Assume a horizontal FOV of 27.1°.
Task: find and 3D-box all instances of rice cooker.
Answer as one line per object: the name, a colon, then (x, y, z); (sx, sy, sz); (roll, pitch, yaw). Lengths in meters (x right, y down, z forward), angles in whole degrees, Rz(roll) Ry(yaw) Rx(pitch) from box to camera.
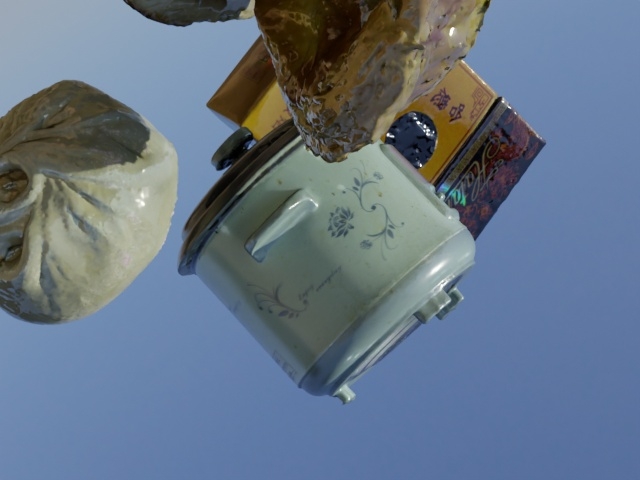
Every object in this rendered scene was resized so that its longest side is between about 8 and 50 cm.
rice cooker: (0.000, 0.000, 1.407); (0.264, 0.316, 0.317); (-45, -163, 10)

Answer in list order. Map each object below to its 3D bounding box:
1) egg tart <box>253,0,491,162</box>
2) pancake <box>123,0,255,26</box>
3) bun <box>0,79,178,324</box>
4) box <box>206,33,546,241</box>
egg tart: (0.054, -0.231, 1.094); (0.150, 0.352, 0.352); (4, -173, -20)
pancake: (-0.149, -0.351, 1.227); (0.065, 0.356, 0.356); (-23, -158, 32)
bun: (-0.247, -0.042, 1.201); (0.231, 0.231, 0.133); (-33, 158, 9)
box: (0.086, -0.149, 1.746); (0.264, 0.415, 0.116); (-53, -145, -4)
